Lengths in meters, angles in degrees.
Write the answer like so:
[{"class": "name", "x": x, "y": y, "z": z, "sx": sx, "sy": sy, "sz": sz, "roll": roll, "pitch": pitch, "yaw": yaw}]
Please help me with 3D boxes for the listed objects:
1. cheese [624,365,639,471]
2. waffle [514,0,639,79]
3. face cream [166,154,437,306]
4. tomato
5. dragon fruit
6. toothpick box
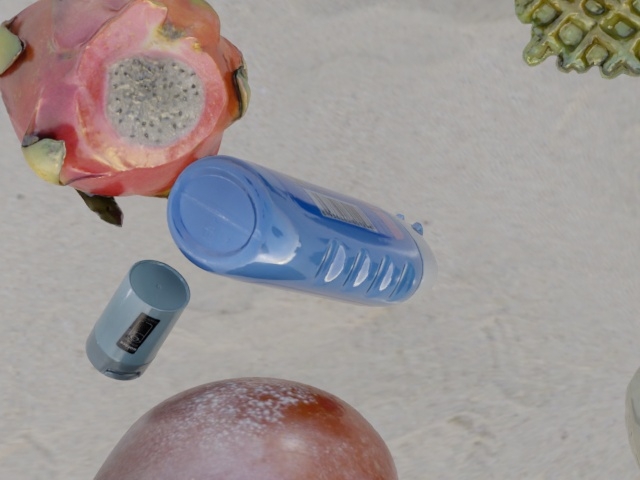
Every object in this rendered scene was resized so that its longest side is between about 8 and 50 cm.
[{"class": "cheese", "x": 0.403, "y": 0.150, "z": 0.954, "sx": 0.318, "sy": 0.326, "sz": 0.115, "roll": -12, "pitch": 124, "yaw": 19}, {"class": "waffle", "x": 0.295, "y": -0.260, "z": 1.171, "sx": 0.223, "sy": 0.054, "sz": 0.204, "roll": -6, "pitch": 105, "yaw": 12}, {"class": "face cream", "x": 0.000, "y": 0.000, "z": 0.949, "sx": 0.149, "sy": 0.264, "sz": 0.083, "roll": 32, "pitch": 100, "yaw": 36}, {"class": "tomato", "x": -0.066, "y": 0.228, "z": 0.853, "sx": 0.227, "sy": 0.270, "sz": 0.270, "roll": 21, "pitch": 90, "yaw": -20}, {"class": "dragon fruit", "x": -0.216, "y": -0.165, "z": 1.367, "sx": 0.290, "sy": 0.290, "sz": 0.189, "roll": -50, "pitch": 31, "yaw": 6}, {"class": "toothpick box", "x": -0.136, "y": 0.060, "z": 0.895, "sx": 0.052, "sy": 0.052, "sz": 0.083, "roll": 48, "pitch": 127, "yaw": 17}]
